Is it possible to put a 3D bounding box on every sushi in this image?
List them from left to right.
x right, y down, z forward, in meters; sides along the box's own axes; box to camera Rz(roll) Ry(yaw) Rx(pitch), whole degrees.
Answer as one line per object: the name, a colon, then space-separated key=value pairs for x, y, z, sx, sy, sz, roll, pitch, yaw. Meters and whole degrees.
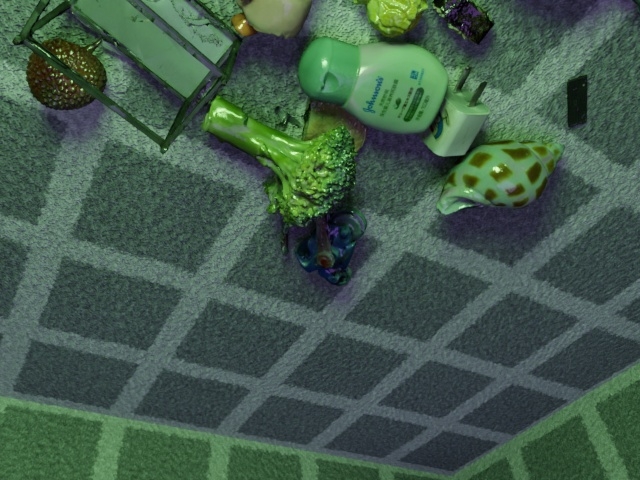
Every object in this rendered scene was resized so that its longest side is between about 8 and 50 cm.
sushi: x=0.325 y=-0.516 z=1.245 sx=0.150 sy=0.090 sz=0.078 roll=27 pitch=123 yaw=-27

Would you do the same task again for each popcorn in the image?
popcorn: x=0.161 y=-0.518 z=1.193 sx=0.162 sy=0.135 sz=0.141 roll=14 pitch=154 yaw=-35

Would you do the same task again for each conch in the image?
conch: x=0.506 y=-0.176 z=1.531 sx=0.368 sy=0.197 sz=0.249 roll=-2 pitch=167 yaw=-2

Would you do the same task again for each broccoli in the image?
broccoli: x=-0.081 y=-0.211 z=1.364 sx=0.353 sy=0.275 sz=0.397 roll=-17 pitch=121 yaw=26

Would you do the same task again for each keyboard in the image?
keyboard: x=0.697 y=-0.376 z=1.481 sx=0.053 sy=0.010 sz=0.155 roll=-16 pitch=134 yaw=10

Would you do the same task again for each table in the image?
table: x=-0.364 y=-0.406 z=1.109 sx=0.335 sy=0.272 sz=0.222 roll=37 pitch=119 yaw=-25

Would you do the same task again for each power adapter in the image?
power adapter: x=0.348 y=-0.334 z=1.386 sx=0.125 sy=0.130 sz=0.205 roll=-9 pitch=140 yaw=-32

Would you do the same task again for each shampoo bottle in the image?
shampoo bottle: x=0.117 y=-0.382 z=1.311 sx=0.349 sy=0.151 sz=0.222 roll=11 pitch=130 yaw=-16

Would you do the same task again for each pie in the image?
pie: x=0.037 y=-0.288 z=1.463 sx=0.185 sy=0.052 sz=0.218 roll=7 pitch=132 yaw=-11

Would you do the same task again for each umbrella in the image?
umbrella: x=-0.280 y=-0.381 z=1.330 sx=0.067 sy=0.062 sz=0.143 roll=10 pitch=131 yaw=-44

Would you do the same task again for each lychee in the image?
lychee: x=-0.566 y=-0.383 z=1.233 sx=0.165 sy=0.165 sz=0.197 roll=35 pitch=84 yaw=-34

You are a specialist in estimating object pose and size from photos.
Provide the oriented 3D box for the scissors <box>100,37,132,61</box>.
scissors: x=-0.413 y=-0.432 z=1.287 sx=0.204 sy=0.027 sz=0.101 roll=19 pitch=128 yaw=-26

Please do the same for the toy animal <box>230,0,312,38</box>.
toy animal: x=-0.078 y=-0.548 z=1.117 sx=0.195 sy=0.169 sz=0.281 roll=-27 pitch=148 yaw=-46

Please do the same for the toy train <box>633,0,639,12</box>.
toy train: x=0.771 y=-0.560 z=1.253 sx=0.409 sy=0.086 sz=0.089 roll=23 pitch=129 yaw=-27

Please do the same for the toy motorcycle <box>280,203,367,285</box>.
toy motorcycle: x=0.011 y=-0.012 z=1.685 sx=0.182 sy=0.241 sz=0.319 roll=-28 pitch=146 yaw=-39

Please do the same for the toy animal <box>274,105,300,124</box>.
toy animal: x=-0.096 y=-0.318 z=1.434 sx=0.084 sy=0.028 sz=0.050 roll=34 pitch=114 yaw=-32
